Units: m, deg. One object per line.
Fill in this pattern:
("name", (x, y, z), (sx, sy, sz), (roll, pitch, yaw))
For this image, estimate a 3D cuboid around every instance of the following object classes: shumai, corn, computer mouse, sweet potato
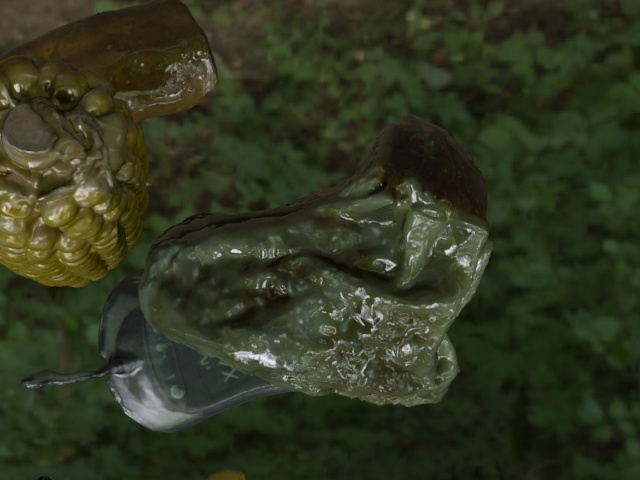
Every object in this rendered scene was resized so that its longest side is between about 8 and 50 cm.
("shumai", (0.000, 0.000, 0.999), (0.261, 0.221, 0.225), (11, -170, 4))
("corn", (-0.180, -0.034, 0.863), (0.130, 0.130, 0.347), (3, 170, -7))
("computer mouse", (-0.109, 0.085, 1.207), (0.379, 0.167, 0.090), (-13, -179, -31))
("sweet potato", (-0.315, -0.195, 1.605), (0.370, 0.157, 0.158), (-19, 173, 1))

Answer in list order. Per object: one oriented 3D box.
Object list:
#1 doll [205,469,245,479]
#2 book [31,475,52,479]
("doll", (-0.093, 0.413, 1.337), (0.145, 0.362, 0.199), (4, -146, 17))
("book", (-0.071, 0.288, 0.507), (0.043, 0.260, 0.371), (-23, -159, -3))
